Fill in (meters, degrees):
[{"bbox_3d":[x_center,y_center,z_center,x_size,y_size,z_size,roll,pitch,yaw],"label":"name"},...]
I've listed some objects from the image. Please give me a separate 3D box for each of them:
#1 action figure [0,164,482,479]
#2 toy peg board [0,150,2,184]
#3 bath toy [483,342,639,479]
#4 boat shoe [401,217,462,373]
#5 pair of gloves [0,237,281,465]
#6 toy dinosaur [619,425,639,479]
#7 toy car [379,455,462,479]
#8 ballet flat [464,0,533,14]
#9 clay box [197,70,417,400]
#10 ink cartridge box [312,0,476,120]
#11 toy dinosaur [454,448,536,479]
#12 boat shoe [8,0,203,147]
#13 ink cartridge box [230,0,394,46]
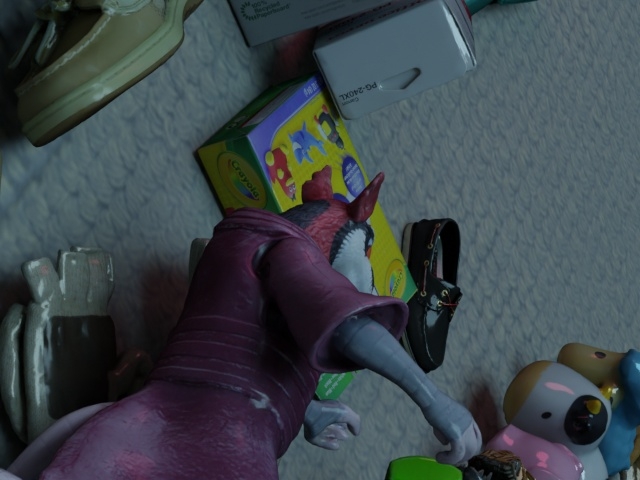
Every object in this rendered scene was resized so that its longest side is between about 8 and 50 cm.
[{"bbox_3d":[-0.069,0.097,1.154,0.276,0.248,0.370,28,61,-14],"label":"action figure"},{"bbox_3d":[-0.251,-0.001,1.057,0.160,0.079,0.161,45,42,-62],"label":"toy peg board"},{"bbox_3d":[0.173,0.203,1.553,0.348,0.129,0.151,-42,113,-53],"label":"bath toy"},{"bbox_3d":[0.091,0.043,1.571,0.049,0.042,0.133,33,53,-49],"label":"boat shoe"},{"bbox_3d":[-0.111,0.102,1.237,0.240,0.042,0.204,-5,88,-51],"label":"pair of gloves"},{"bbox_3d":[0.287,0.205,1.783,0.112,0.064,0.211,41,46,-43],"label":"toy dinosaur"},{"bbox_3d":[0.057,0.246,1.192,0.239,0.053,0.225,9,62,-7],"label":"toy car"},{"bbox_3d":[0.140,-0.255,1.725,0.106,0.107,0.316,55,28,5],"label":"ballet flat"},{"bbox_3d":[0.000,0.000,1.437,0.222,0.053,0.127,64,34,-16],"label":"clay box"},{"bbox_3d":[0.058,-0.158,1.487,0.150,0.109,0.063,-82,149,-70],"label":"ink cartridge box"},{"bbox_3d":[0.089,0.313,1.334,0.218,0.164,0.322,-9,89,-51],"label":"toy dinosaur"},{"bbox_3d":[-0.141,-0.154,1.252,0.089,0.104,0.285,52,27,-18],"label":"boat shoe"},{"bbox_3d":[-0.041,-0.318,1.394,0.065,0.165,0.332,-47,118,-53],"label":"ink cartridge box"}]
